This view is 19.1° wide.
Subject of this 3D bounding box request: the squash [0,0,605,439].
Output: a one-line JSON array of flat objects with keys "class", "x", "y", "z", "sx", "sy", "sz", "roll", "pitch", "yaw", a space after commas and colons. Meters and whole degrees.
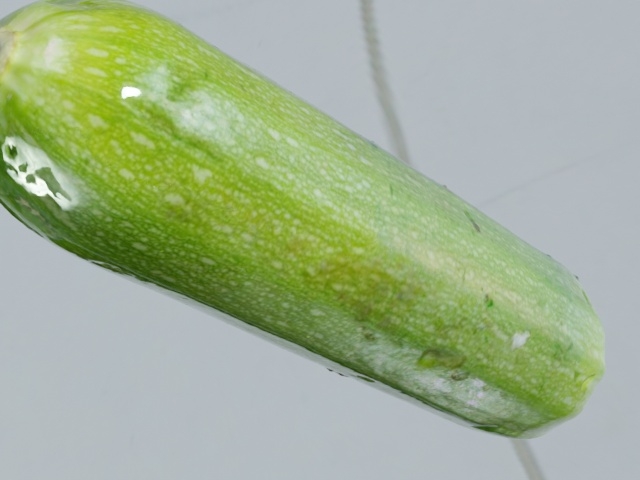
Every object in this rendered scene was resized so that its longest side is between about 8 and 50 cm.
[{"class": "squash", "x": 0.000, "y": 0.000, "z": 0.506, "sx": 0.229, "sy": 0.066, "sz": 0.066, "roll": 28, "pitch": 89, "yaw": -42}]
